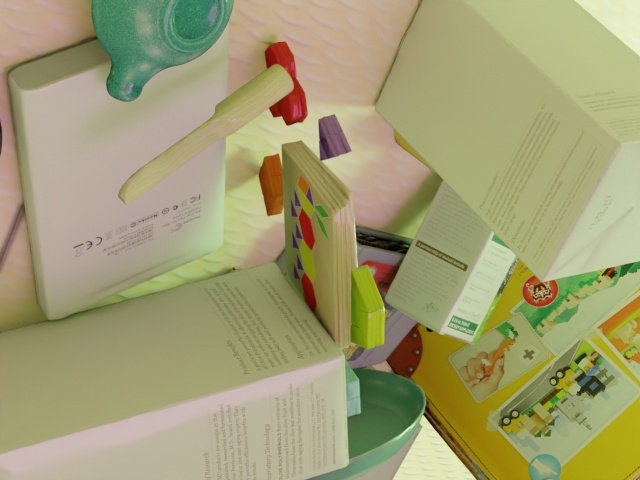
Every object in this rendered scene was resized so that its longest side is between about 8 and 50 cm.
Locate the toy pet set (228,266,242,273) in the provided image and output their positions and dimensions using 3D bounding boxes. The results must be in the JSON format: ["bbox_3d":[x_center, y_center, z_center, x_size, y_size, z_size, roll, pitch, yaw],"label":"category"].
[{"bbox_3d":[-0.132,0.084,1.542,0.122,0.065,0.114,-52,-179,23],"label":"toy pet set"}]

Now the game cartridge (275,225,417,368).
[{"bbox_3d":[0.034,0.075,1.692,0.196,0.060,0.294,-49,147,21],"label":"game cartridge"}]

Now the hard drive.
[{"bbox_3d":[-0.182,-0.068,1.296,0.203,0.040,0.307,-24,145,-24],"label":"hard drive"}]

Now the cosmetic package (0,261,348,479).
[{"bbox_3d":[-0.176,0.165,1.362,0.365,0.197,0.155,-14,125,-17],"label":"cosmetic package"}]

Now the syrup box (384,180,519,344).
[{"bbox_3d":[0.183,-0.005,1.647,0.093,0.096,0.237,22,96,-55],"label":"syrup box"}]

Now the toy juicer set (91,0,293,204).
[{"bbox_3d":[-0.098,-0.211,1.157,0.209,0.089,0.329,-21,131,-34],"label":"toy juicer set"}]

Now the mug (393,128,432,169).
[{"bbox_3d":[0.121,-0.109,1.543,0.078,0.064,0.062,-24,145,-25],"label":"mug"}]

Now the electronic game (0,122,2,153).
[{"bbox_3d":[-0.365,-0.056,1.111,0.229,0.048,0.229,-27,146,-20],"label":"electronic game"}]

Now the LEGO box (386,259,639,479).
[{"bbox_3d":[0.398,0.157,1.870,0.500,0.372,0.193,-38,149,-2],"label":"LEGO box"}]

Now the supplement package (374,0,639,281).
[{"bbox_3d":[0.228,-0.127,1.415,0.175,0.293,0.177,-10,137,-39],"label":"supplement package"}]

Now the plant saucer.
[{"bbox_3d":[-0.036,0.220,1.546,0.317,0.317,0.043,-18,105,-32],"label":"plant saucer"}]

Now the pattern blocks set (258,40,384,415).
[{"bbox_3d":[0.000,0.000,1.345,0.026,0.285,0.325,-14,136,-17],"label":"pattern blocks set"}]

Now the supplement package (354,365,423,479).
[{"bbox_3d":[-0.023,0.305,1.825,0.204,0.145,0.262,-10,137,-39],"label":"supplement package"}]
